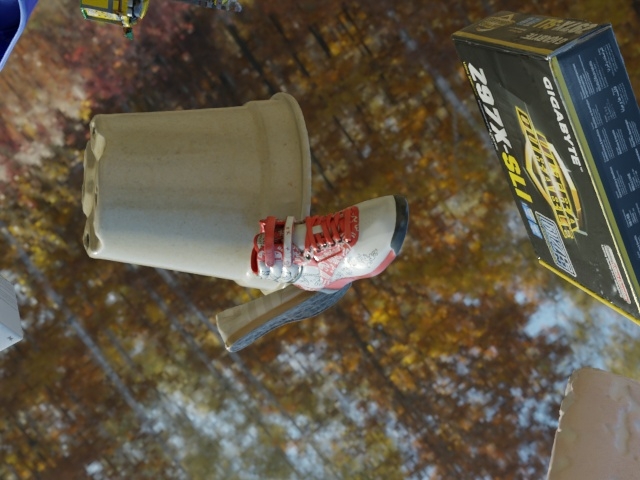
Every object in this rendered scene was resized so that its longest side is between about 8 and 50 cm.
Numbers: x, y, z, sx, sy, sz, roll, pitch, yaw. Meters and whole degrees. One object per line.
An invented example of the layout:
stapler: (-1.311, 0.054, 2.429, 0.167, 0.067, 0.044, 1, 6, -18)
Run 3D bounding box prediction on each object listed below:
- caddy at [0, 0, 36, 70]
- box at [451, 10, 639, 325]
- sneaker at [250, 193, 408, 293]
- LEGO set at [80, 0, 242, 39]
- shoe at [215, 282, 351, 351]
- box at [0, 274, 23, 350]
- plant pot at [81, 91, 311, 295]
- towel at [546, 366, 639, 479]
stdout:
caddy: (-0.596, -0.402, 1.666, 0.341, 0.241, 0.179, -40, -157, 48)
box: (0.276, -0.089, 1.126, 0.079, 0.322, 0.257, -27, -159, -4)
sneaker: (0.000, 0.001, 1.368, 0.270, 0.145, 0.090, 143, -45, -58)
LEGO set: (-0.187, -0.432, 1.374, 0.192, 0.331, 0.255, 12, -166, 6)
shoe: (-0.055, 0.093, 1.536, 0.219, 0.058, 0.076, -26, 154, -15)
box: (-0.418, 0.084, 1.175, 0.101, 0.102, 0.087, -28, -127, 6)
plant pot: (-0.210, -0.077, 1.601, 0.306, 0.333, 0.334, 2, -177, -19)
towel: (0.354, 0.312, 0.947, 0.053, 0.317, 0.331, 98, 11, -60)
